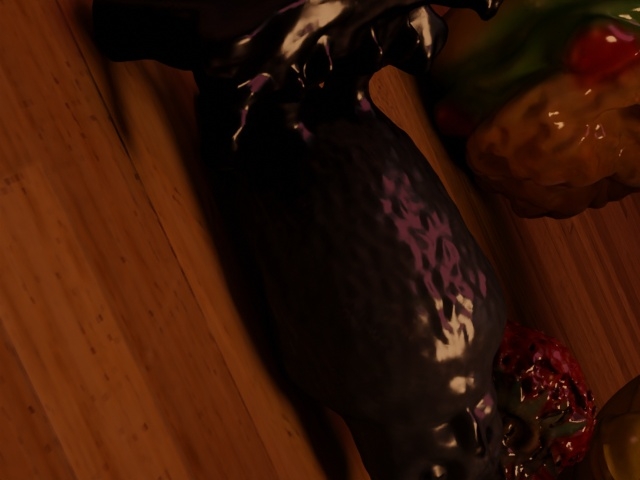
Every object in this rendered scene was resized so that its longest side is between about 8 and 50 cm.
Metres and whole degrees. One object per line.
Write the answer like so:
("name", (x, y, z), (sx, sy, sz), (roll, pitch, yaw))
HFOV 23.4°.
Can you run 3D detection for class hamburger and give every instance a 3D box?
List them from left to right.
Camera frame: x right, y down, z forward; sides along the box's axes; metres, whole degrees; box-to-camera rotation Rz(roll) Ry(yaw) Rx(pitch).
("hamburger", (0.183, -0.099, 1.018), (0.237, 0.237, 0.149), (20, 52, -70))

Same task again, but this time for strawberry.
("strawberry", (0.069, 0.069, 0.646), (0.083, 0.083, 0.096), (62, -13, -19))

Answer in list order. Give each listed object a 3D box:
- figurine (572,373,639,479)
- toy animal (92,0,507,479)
("figurine", (0.275, 0.212, 0.892), (0.340, 0.231, 0.324), (58, 36, 0))
("toy animal", (-0.001, 0.003, 0.534), (0.117, 0.121, 0.210), (14, -60, 52))
